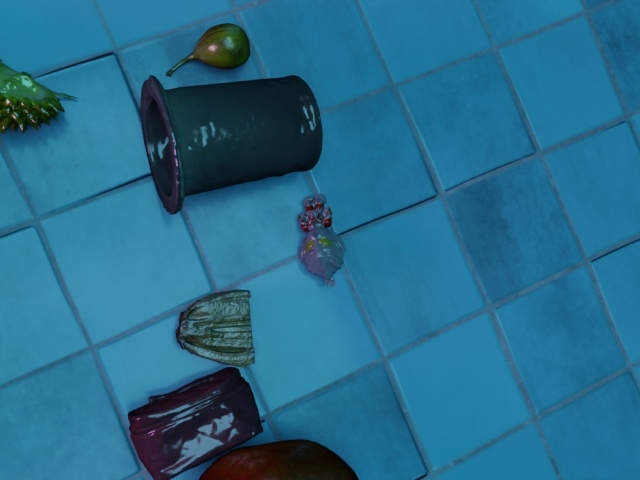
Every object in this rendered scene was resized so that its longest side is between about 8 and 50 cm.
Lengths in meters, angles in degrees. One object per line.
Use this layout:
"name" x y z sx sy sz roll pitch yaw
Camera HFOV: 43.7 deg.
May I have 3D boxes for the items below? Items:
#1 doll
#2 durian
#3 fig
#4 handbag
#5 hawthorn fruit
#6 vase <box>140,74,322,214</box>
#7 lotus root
"doll" 0.000 0.000 1.542 0.094 0.079 0.180 -13 80 13
"durian" -0.615 -0.282 1.371 0.355 0.157 0.169 24 62 -11
"fig" -0.214 -0.362 1.513 0.166 0.093 0.093 -11 87 -14
"handbag" -0.222 0.315 1.410 0.225 0.146 0.135 -23 93 -14
"hawthorn fruit" -0.065 0.475 1.364 0.311 0.295 0.295 -6 86 -15
"vase" -0.155 -0.186 1.446 0.291 0.245 0.245 -11 87 -21
"lotus root" -0.194 0.158 1.473 0.144 0.070 0.143 3 89 -18
